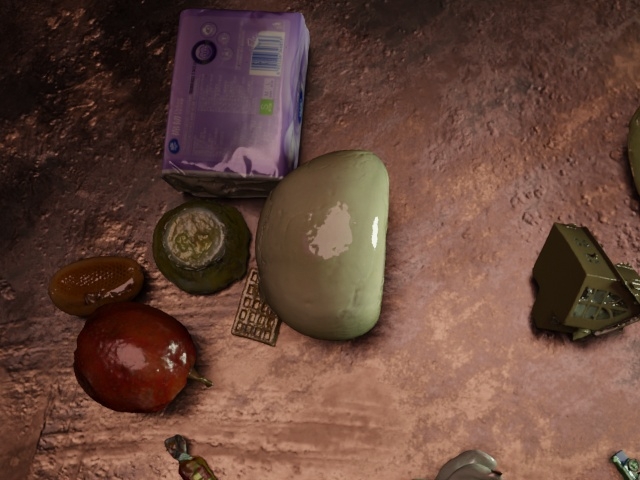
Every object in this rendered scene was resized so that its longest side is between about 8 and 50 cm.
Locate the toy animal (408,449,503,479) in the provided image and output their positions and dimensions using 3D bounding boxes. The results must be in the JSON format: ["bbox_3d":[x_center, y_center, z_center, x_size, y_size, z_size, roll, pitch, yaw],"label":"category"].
[{"bbox_3d":[0.210,0.519,1.772,0.247,0.183,0.310,-13,70,-2],"label":"toy animal"}]

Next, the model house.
[{"bbox_3d":[0.514,0.098,1.866,0.248,0.181,0.176,11,120,-17],"label":"model house"}]

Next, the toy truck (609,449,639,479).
[{"bbox_3d":[0.541,0.446,1.802,0.081,0.067,0.175,-32,75,-1],"label":"toy truck"}]

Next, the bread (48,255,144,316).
[{"bbox_3d":[-0.418,0.087,1.994,0.189,0.077,0.114,-8,56,5],"label":"bread"}]

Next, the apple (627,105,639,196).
[{"bbox_3d":[0.689,-0.117,1.863,0.254,0.179,0.346,-25,77,13],"label":"apple"}]

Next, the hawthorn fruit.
[{"bbox_3d":[-0.312,0.214,1.894,0.253,0.205,0.205,11,78,2],"label":"hawthorn fruit"}]

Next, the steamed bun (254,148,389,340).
[{"bbox_3d":[0.000,0.000,1.847,0.232,0.312,0.334,2,70,3],"label":"steamed bun"}]

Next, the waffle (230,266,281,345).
[{"bbox_3d":[-0.109,0.122,1.978,0.092,0.021,0.135,15,80,11],"label":"waffle"}]

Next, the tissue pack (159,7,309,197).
[{"bbox_3d":[-0.155,-0.252,2.001,0.242,0.160,0.339,4,78,9],"label":"tissue pack"}]

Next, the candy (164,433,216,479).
[{"bbox_3d":[-0.222,0.426,1.905,0.053,0.046,0.182,-36,78,-1],"label":"candy"}]

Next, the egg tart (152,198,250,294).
[{"bbox_3d":[-0.230,0.007,1.991,0.197,0.078,0.197,-2,77,9],"label":"egg tart"}]
